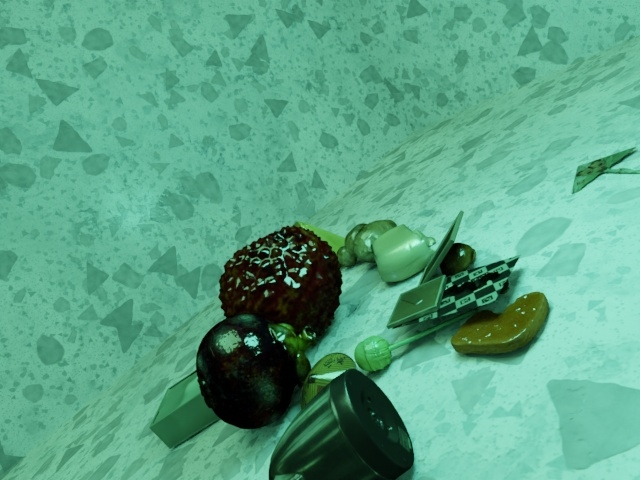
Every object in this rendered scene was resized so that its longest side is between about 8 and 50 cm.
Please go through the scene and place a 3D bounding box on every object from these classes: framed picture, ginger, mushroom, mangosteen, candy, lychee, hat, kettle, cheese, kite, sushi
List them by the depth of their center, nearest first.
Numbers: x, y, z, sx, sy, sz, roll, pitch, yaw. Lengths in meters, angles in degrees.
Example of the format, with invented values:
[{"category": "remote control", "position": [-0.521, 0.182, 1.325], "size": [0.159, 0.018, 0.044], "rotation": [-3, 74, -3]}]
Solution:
[{"category": "kettle", "position": [0.011, 0.399, 0.932], "size": [0.271, 0.207, 0.251], "rotation": [-41, 19, 12]}, {"category": "hat", "position": [-0.001, 0.357, 1.194], "size": [0.193, 0.082, 0.193], "rotation": [-31, 37, 27]}, {"category": "candy", "position": [0.242, 0.242, 1.209], "size": [0.335, 0.093, 0.092], "rotation": [-25, 58, 7]}, {"category": "sushi", "position": [0.361, 0.150, 1.225], "size": [0.290, 0.050, 0.264], "rotation": [-25, 8, 43]}, {"category": "framed picture", "position": [0.263, 0.163, 1.284], "size": [0.150, 0.015, 0.203], "rotation": [-28, 7, 26]}, {"category": "mangosteen", "position": [-0.188, 0.355, 1.333], "size": [0.330, 0.330, 0.330], "rotation": [-33, 13, 9]}, {"category": "kite", "position": [0.833, -0.204, 1.394], "size": [0.229, 0.012, 0.250], "rotation": [-39, 14, 1]}, {"category": "mushroom", "position": [0.405, 0.062, 1.409], "size": [0.127, 0.087, 0.127], "rotation": [-58, 3, 5]}, {"category": "framed picture", "position": [0.350, 0.046, 1.417], "size": [0.184, 0.016, 0.250], "rotation": [-52, -12, -50]}, {"category": "lychee", "position": [-0.147, 0.179, 1.634], "size": [0.500, 0.424, 0.425], "rotation": [-51, 8, 19]}, {"category": "cheese", "position": [0.291, 0.034, 1.661], "size": [0.233, 0.127, 0.266], "rotation": [-31, 16, 7]}, {"category": "ginger", "position": [0.190, 0.013, 1.969], "size": [0.245, 0.155, 0.304], "rotation": [-50, 10, -26]}]

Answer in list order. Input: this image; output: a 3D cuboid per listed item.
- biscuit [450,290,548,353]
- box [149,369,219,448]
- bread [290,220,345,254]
[{"category": "biscuit", "position": [0.401, 0.184, 1.057], "size": [0.186, 0.036, 0.192], "rotation": [-42, 14, -36]}, {"category": "box", "position": [-0.434, 0.557, 1.642], "size": [0.224, 0.117, 0.225], "rotation": [-34, 14, 7]}, {"category": "bread", "position": [-0.003, -0.002, 2.165], "size": [0.163, 0.264, 0.167], "rotation": [-42, 2, -38]}]
